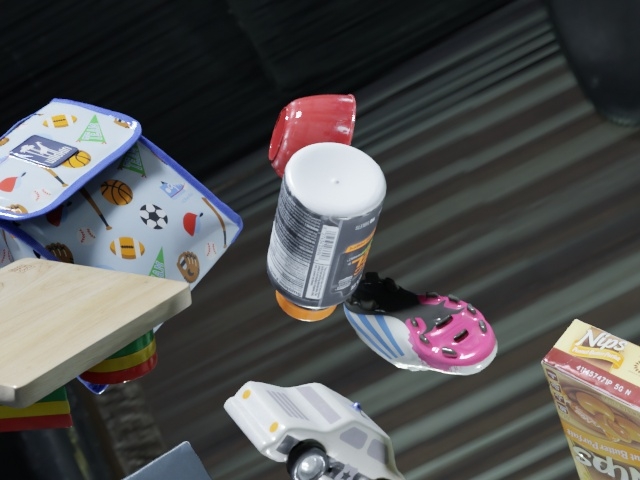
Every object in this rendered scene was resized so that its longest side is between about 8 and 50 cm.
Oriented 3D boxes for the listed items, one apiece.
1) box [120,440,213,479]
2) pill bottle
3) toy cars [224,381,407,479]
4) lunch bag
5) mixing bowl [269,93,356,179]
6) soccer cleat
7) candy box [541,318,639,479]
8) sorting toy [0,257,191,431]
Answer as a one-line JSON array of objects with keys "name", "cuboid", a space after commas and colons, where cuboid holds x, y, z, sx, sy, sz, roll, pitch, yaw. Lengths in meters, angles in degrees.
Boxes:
[{"name": "box", "cuboid": [-0.223, 0.431, 1.138, 0.293, 0.395, 0.212, 56, -143, 6]}, {"name": "pill bottle", "cuboid": [0.000, 0.000, 1.512, 0.245, 0.130, 0.130, 104, 149, -49]}, {"name": "toy cars", "cuboid": [0.098, 0.228, 1.003, 0.394, 0.087, 0.176, 37, -178, 3]}, {"name": "lunch bag", "cuboid": [-0.367, -0.022, 1.809, 0.385, 0.239, 0.328, 41, -137, -2]}, {"name": "mixing bowl", "cuboid": [-0.021, -0.154, 1.816, 0.098, 0.181, 0.181, 15, -160, -14]}, {"name": "soccer cleat", "cuboid": [0.166, 0.152, 1.814, 0.331, 0.116, 0.143, 25, 146, 51]}, {"name": "candy box", "cuboid": [0.416, 0.257, 1.536, 0.183, 0.087, 0.316, 26, 153, 40]}, {"name": "sorting toy", "cuboid": [-0.307, 0.117, 1.226, 0.257, 0.255, 0.089, -32, -57, -51]}]
